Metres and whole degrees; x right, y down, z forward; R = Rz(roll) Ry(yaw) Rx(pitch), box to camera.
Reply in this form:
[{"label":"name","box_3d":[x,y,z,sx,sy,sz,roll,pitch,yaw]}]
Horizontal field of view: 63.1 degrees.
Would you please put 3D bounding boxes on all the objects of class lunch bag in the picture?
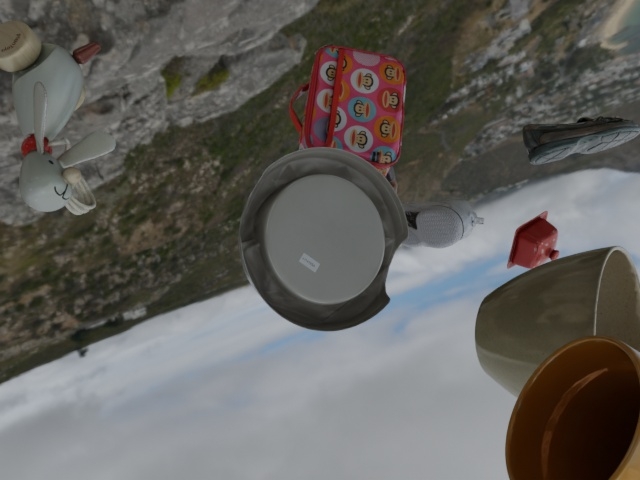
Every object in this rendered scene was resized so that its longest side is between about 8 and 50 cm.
[{"label":"lunch bag","box_3d":[0.058,-0.297,1.200,0.258,0.293,0.120,9,163,-8]}]

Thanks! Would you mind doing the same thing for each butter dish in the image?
[{"label":"butter dish","box_3d":[0.643,0.019,1.531,0.160,0.160,0.118,-25,-136,-27]}]

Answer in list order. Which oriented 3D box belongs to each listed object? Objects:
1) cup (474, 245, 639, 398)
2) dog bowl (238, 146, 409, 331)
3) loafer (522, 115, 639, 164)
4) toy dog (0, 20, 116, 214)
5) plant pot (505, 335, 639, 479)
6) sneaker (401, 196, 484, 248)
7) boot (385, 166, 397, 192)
[{"label":"cup","box_3d":[0.430,0.179,0.960,0.237,0.331,0.331,-4,-168,43]},{"label":"dog bowl","box_3d":[0.000,0.000,1.017,0.349,0.348,0.102,-20,-179,-23]},{"label":"loafer","box_3d":[0.552,-0.231,1.101,0.267,0.084,0.096,-14,164,-14]},{"label":"toy dog","box_3d":[-0.424,-0.217,0.870,0.161,0.333,0.220,-21,176,6]},{"label":"plant pot","box_3d":[0.348,0.240,0.578,0.205,0.188,0.205,-59,-175,8]},{"label":"sneaker","box_3d":[0.296,-0.054,1.555,0.210,0.137,0.366,-12,-167,-43]},{"label":"boot","box_3d":[0.138,-0.131,1.677,0.264,0.280,0.096,2,-138,25]}]
